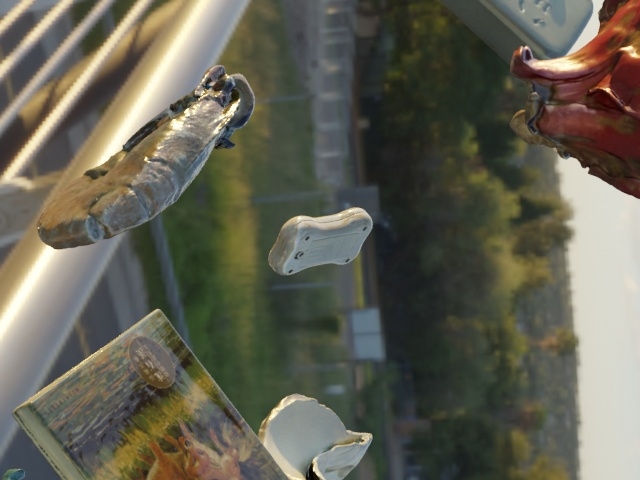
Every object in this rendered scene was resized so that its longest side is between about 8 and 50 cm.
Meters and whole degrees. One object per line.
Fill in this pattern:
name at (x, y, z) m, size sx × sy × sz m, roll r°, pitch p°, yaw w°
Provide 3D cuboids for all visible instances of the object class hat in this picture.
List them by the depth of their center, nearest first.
hat at (0.002, 0.361, 1.655) m, size 0.301 × 0.168 × 0.258 m, roll 41°, pitch 11°, yaw -39°

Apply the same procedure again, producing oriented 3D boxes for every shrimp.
shrimp at (-0.247, -0.120, 1.804) m, size 0.445 × 0.221 × 0.110 m, roll -45°, pitch 118°, yaw -37°

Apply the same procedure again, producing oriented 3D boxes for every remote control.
remote control at (0.000, 0.000, 1.324) m, size 0.032 × 0.122 × 0.074 m, roll 50°, pitch -51°, yaw 30°

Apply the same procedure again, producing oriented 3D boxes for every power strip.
power strip at (0.186, -0.319, 1.321) m, size 0.193 × 0.265 × 0.059 m, roll -54°, pitch -172°, yaw -36°

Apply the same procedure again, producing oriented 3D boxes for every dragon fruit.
dragon fruit at (0.249, -0.131, 0.948) m, size 0.262 × 0.212 × 0.134 m, roll -99°, pitch 170°, yaw -49°

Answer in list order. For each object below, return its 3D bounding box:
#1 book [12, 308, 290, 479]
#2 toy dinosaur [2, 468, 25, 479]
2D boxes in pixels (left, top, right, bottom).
book at (-0.080, 0.165, 0.793) m, size 0.228 × 0.024 × 0.160 m, roll 52°, pitch 29°, yaw 0°
toy dinosaur at (-0.502, 0.467, 1.569) m, size 0.129 × 0.384 × 0.330 m, roll 110°, pitch -29°, yaw -50°
